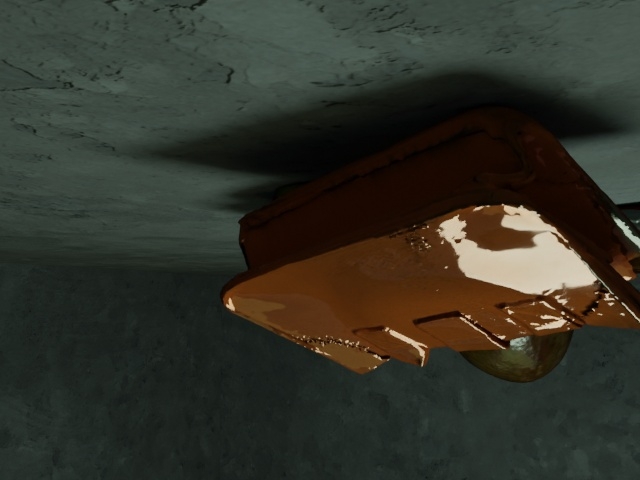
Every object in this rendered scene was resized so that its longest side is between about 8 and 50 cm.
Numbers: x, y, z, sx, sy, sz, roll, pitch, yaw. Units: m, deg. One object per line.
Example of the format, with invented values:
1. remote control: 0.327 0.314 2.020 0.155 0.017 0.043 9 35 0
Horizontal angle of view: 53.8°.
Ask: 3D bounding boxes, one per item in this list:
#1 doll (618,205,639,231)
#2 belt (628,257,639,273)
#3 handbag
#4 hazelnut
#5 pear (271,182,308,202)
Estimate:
1. doll: 0.552 -0.028 1.130 0.227 0.075 0.102 10 170 24
2. belt: 0.785 0.049 1.756 0.261 0.105 0.184 -3 172 31
3. handbag: 0.110 0.032 0.703 0.303 0.116 0.410 33 144 -33
4. hazelnut: 0.553 0.207 1.850 0.352 0.421 0.421 -29 163 23
5. pear: 0.034 0.009 0.963 0.281 0.176 0.286 1 173 3
